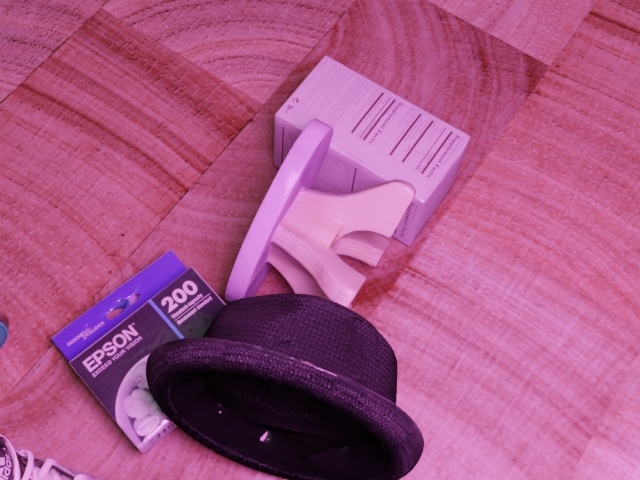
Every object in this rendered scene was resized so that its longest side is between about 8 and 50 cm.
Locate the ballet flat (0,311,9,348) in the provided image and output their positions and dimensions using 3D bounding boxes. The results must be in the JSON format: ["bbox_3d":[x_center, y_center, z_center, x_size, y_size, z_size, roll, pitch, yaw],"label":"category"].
[{"bbox_3d":[-0.571,0.172,1.168,0.342,0.116,0.124,-39,51,-15],"label":"ballet flat"}]

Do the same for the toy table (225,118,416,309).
[{"bbox_3d":[0.000,0.000,1.199,0.160,0.274,0.252,29,31,5],"label":"toy table"}]

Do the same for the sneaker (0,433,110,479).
[{"bbox_3d":[-0.307,0.312,1.007,0.447,0.257,0.169,13,63,4],"label":"sneaker"}]

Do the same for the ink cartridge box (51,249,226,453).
[{"bbox_3d":[-0.217,0.134,1.199,0.206,0.045,0.208,-39,71,-18],"label":"ink cartridge box"}]

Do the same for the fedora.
[{"bbox_3d":[-0.030,0.162,1.083,0.334,0.334,0.153,16,53,6],"label":"fedora"}]

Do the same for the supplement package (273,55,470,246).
[{"bbox_3d":[0.069,-0.128,1.313,0.244,0.139,0.134,32,65,11],"label":"supplement package"}]

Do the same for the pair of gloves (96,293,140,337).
[{"bbox_3d":[-0.207,0.126,1.239,0.198,0.023,0.159,36,67,14],"label":"pair of gloves"}]
